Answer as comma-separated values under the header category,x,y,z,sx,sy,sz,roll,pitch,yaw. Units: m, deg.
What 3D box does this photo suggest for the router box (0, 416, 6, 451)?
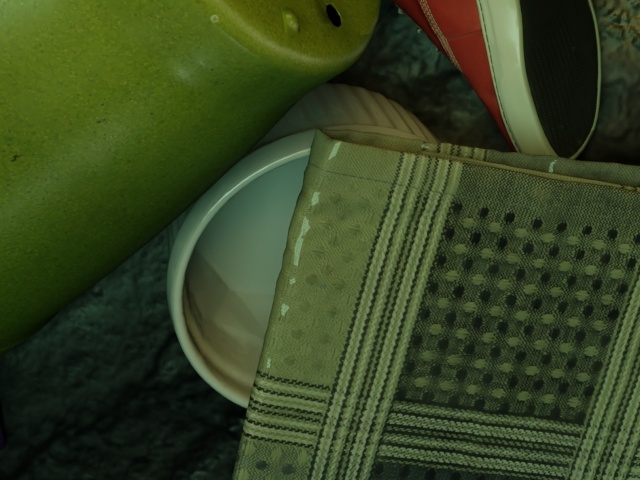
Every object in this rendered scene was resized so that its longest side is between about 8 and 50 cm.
category,x,y,z,sx,sy,sz,roll,pitch,yaw
router box,-0.396,0.054,1.358,0.309,0.081,0.243,-3,104,15

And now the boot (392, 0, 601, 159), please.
category,x,y,z,sx,sy,sz,roll,pitch,yaw
boot,0.068,-0.152,1.194,0.176,0.088,0.244,2,127,41

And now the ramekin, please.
category,x,y,z,sx,sy,sz,roll,pitch,yaw
ramekin,0.000,0.000,1.191,0.207,0.109,0.207,-7,124,-10

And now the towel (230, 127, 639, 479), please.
category,x,y,z,sx,sy,sz,roll,pitch,yaw
towel,0.101,0.096,1.164,0.312,0.056,0.324,10,109,-18

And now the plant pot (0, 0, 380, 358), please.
category,x,y,z,sx,sy,sz,roll,pitch,yaw
plant pot,-0.170,-0.134,1.064,0.353,0.366,0.366,-26,97,31
